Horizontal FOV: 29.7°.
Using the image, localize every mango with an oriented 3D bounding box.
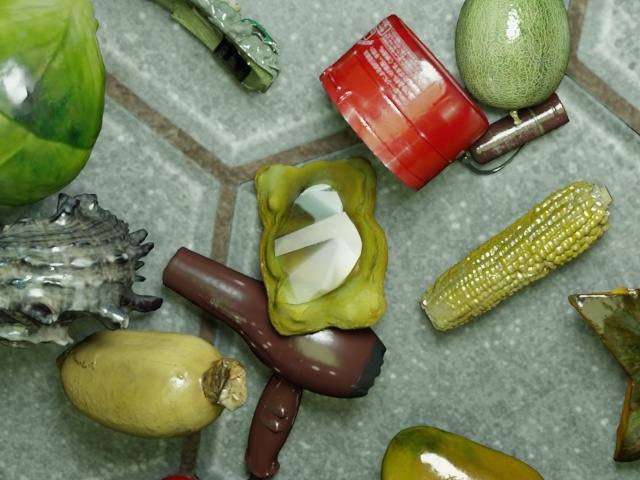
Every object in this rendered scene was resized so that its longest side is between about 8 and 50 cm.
[{"bbox_3d":[0.195,0.360,1.640,0.254,0.139,0.176,23,94,3],"label":"mango"}]

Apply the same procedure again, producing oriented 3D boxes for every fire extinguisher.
[{"bbox_3d":[0.240,-0.129,1.542,0.157,0.045,0.078,-27,126,8],"label":"fire extinguisher"}]

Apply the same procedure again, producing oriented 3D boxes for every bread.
[{"bbox_3d":[0.000,0.000,1.519,0.160,0.088,0.233,-10,76,8],"label":"bread"}]

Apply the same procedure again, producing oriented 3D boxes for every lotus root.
[{"bbox_3d":[-0.220,0.187,1.564,0.303,0.146,0.131,2,119,34],"label":"lotus root"}]

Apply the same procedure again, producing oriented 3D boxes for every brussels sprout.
[{"bbox_3d":[-0.364,-0.185,1.451,0.219,0.210,0.271,29,65,-32],"label":"brussels sprout"}]

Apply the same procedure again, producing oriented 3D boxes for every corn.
[{"bbox_3d":[0.255,0.023,1.565,0.288,0.086,0.086,-36,102,13],"label":"corn"}]

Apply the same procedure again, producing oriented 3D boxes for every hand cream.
[{"bbox_3d":[0.103,-0.167,1.458,0.125,0.193,0.193,-40,102,13],"label":"hand cream"}]

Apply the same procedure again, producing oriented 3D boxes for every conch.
[{"bbox_3d":[-0.343,0.064,1.512,0.240,0.313,0.186,-38,75,52],"label":"conch"}]

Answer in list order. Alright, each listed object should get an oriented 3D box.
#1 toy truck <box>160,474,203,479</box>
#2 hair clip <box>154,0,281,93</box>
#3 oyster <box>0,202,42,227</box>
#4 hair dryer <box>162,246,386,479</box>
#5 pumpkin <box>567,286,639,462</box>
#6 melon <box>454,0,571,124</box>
[{"bbox_3d":[-0.123,0.446,1.645,0.239,0.189,0.265,8,120,-12],"label":"toy truck"},{"bbox_3d":[-0.172,-0.309,1.466,0.321,0.138,0.091,35,74,-8],"label":"hair clip"},{"bbox_3d":[-0.473,-0.068,1.555,0.252,0.087,0.199,19,100,-9],"label":"oyster"},{"bbox_3d":[-0.097,0.198,1.634,0.312,0.123,0.341,24,117,6],"label":"hair dryer"},{"bbox_3d":[0.469,0.135,1.586,0.258,0.095,0.290,-26,114,-3],"label":"pumpkin"},{"bbox_3d":[0.232,-0.235,1.459,0.139,0.139,0.192,-3,103,2],"label":"melon"}]
